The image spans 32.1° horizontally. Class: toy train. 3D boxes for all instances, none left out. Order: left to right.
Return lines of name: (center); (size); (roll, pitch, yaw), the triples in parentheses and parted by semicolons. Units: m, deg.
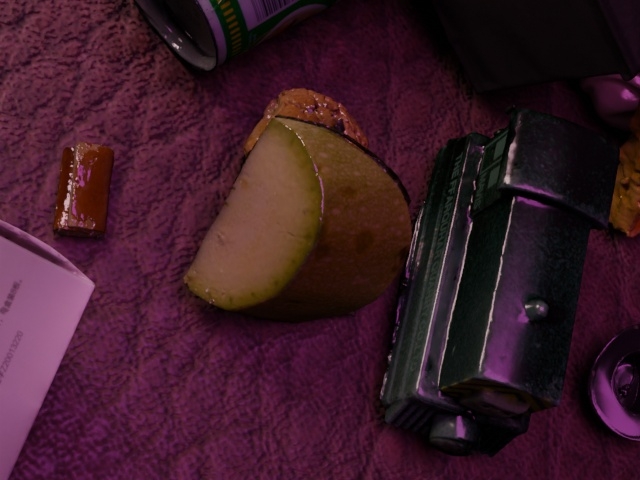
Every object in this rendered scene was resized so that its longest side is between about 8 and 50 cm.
toy train: (0.165, 0.031, 1.021); (0.139, 0.178, 0.330); (20, 67, -14)

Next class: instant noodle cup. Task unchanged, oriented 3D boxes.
instant noodle cup: (-0.052, -0.274, 1.033); (0.233, 0.207, 0.207); (-40, 90, -19)

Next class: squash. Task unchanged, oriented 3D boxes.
squash: (0.003, 0.009, 0.966); (0.184, 0.085, 0.191); (22, 108, -23)

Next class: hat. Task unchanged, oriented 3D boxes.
hat: (0.312, 0.142, 1.110); (0.121, 0.050, 0.121); (4, 78, -17)

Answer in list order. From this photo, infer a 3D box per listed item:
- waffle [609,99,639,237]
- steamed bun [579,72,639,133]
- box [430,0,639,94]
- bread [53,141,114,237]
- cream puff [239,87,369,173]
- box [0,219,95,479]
waffle: (0.409, -0.124, 1.139); (0.229, 0.219, 0.057); (-16, 46, -24)
steamed bun: (0.368, -0.198, 1.202); (0.183, 0.106, 0.182); (6, 74, -20)
box: (0.259, -0.344, 1.098); (0.345, 0.204, 0.251); (-46, 117, -29)
bread: (-0.208, -0.044, 0.984); (0.047, 0.036, 0.083); (9, 74, -21)
cream puff: (-0.012, -0.079, 1.031); (0.120, 0.104, 0.133); (7, 77, -10)
box: (-0.312, 0.138, 0.800); (0.145, 0.173, 0.332); (33, 64, -30)
